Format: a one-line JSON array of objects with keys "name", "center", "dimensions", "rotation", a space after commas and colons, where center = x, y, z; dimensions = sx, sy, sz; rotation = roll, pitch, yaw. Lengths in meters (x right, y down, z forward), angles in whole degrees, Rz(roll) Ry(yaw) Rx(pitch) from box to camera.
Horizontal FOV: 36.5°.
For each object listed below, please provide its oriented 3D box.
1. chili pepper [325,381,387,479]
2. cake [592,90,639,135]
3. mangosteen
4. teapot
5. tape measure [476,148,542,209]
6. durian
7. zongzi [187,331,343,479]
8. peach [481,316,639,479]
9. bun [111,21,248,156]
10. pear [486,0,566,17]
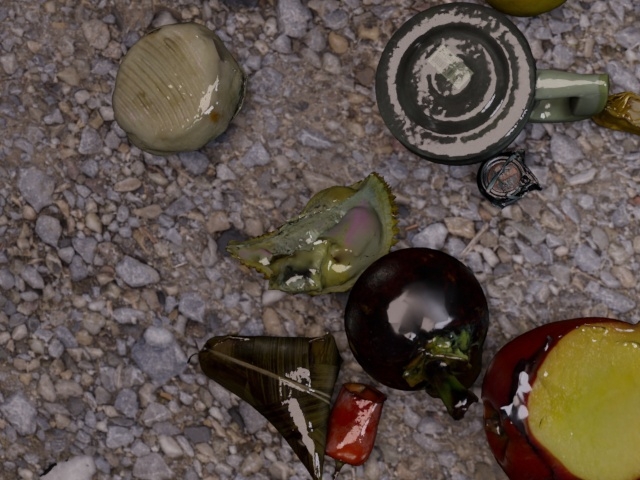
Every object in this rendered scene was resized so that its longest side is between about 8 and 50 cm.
[{"name": "chili pepper", "center": [0.043, 0.325, 1.572], "dimensions": [0.084, 0.086, 0.192], "rotation": [21, 85, -5]}, {"name": "cake", "center": [0.522, -0.202, 1.525], "dimensions": [0.184, 0.116, 0.080], "rotation": [22, 87, 18]}, {"name": "mangosteen", "center": [0.163, 0.144, 1.476], "dimensions": [0.231, 0.231, 0.289], "rotation": [-40, 35, 5]}, {"name": "teapot", "center": [0.260, -0.245, 1.518], "dimensions": [0.321, 0.239, 0.240], "rotation": [-26, 80, 13]}, {"name": "tape measure", "center": [0.303, -0.103, 1.585], "dimensions": [0.094, 0.054, 0.091], "rotation": [-22, 78, 2]}, {"name": "durian", "center": [0.000, 0.000, 1.580], "dimensions": [0.306, 0.166, 0.172], "rotation": [-18, 78, 19]}, {"name": "zongzi", "center": [-0.100, 0.264, 1.565], "dimensions": [0.247, 0.111, 0.241], "rotation": [2, 59, 11]}, {"name": "peach", "center": [0.389, 0.234, 1.443], "dimensions": [0.361, 0.201, 0.258], "rotation": [-20, 90, -21]}, {"name": "bun", "center": [-0.237, -0.258, 1.674], "dimensions": [0.239, 0.141, 0.239], "rotation": [-3, 80, 17]}, {"name": "pear", "center": [0.336, -0.438, 1.572], "dimensions": [0.162, 0.149, 0.149], "rotation": [-8, 82, 11]}]
